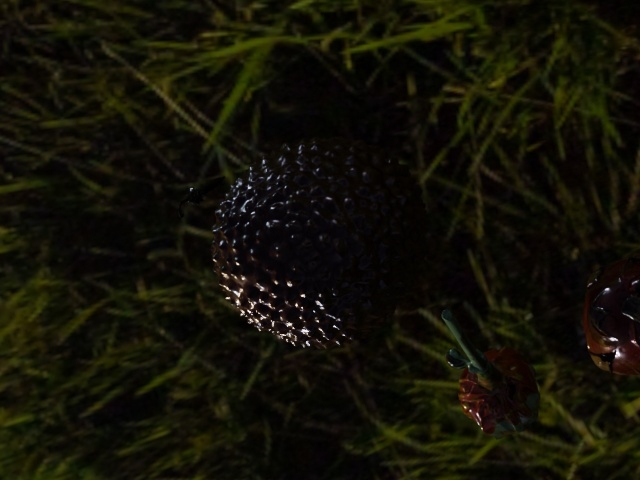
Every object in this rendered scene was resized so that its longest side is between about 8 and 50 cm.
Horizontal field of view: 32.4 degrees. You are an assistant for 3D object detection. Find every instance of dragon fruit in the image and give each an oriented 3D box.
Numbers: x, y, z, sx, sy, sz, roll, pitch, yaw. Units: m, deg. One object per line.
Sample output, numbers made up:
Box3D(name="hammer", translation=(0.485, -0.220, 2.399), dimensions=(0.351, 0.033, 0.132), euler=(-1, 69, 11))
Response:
Box3D(name="dragon fruit", translation=(0.336, 0.073, 1.121), dimensions=(0.125, 0.246, 0.125), euler=(-20, 86, 23))

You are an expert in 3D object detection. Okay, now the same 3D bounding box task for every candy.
Box3D(name="candy", translation=(0.146, 0.116, 1.003), dimensions=(0.078, 0.287, 0.084), euler=(-14, 66, 14))

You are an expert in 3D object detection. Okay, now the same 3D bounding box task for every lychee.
Box3D(name="lychee", translation=(0.000, 0.000, 1.389), dimensions=(0.304, 0.276, 0.275), euler=(4, 104, 61))

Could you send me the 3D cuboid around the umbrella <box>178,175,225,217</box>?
Box3D(name="umbrella", translation=(-0.133, -0.058, 1.254), dimensions=(0.022, 0.149, 0.022), euler=(5, 112, 13))
